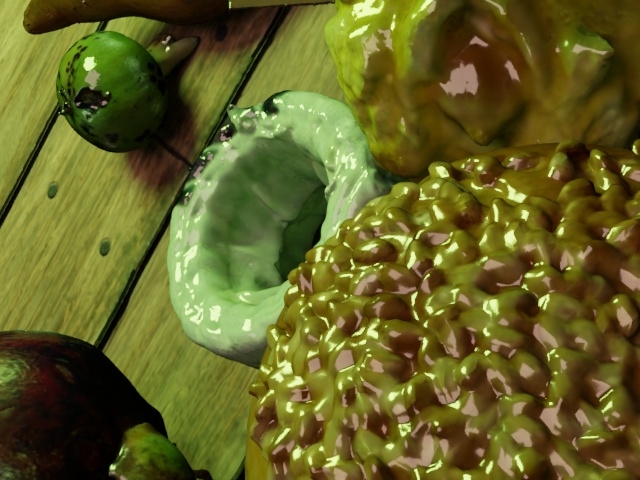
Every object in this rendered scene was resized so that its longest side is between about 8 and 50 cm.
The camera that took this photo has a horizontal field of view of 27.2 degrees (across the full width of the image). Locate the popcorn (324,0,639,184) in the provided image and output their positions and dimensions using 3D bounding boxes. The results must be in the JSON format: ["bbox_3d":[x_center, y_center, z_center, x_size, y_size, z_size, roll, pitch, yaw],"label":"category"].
[{"bbox_3d":[0.127,-0.151,0.912,0.225,0.249,0.249,100,157,-59],"label":"popcorn"}]

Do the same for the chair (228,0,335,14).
[{"bbox_3d":[0.084,-0.301,1.086,0.326,0.183,0.176,0,72,-3],"label":"chair"}]

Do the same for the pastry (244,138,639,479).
[{"bbox_3d":[0.146,0.119,0.740,0.409,0.245,0.410,-5,58,8],"label":"pastry"}]

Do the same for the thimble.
[{"bbox_3d":[0.000,0.000,1.042,0.237,0.150,0.237,-21,60,40],"label":"thimble"}]

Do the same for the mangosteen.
[{"bbox_3d":[-0.218,0.216,1.108,0.359,0.306,0.306,-16,63,4],"label":"mangosteen"}]

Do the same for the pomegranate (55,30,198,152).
[{"bbox_3d":[-0.190,-0.157,1.309,0.161,0.122,0.122,-39,43,-21],"label":"pomegranate"}]

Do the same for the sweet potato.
[{"bbox_3d":[-0.134,-0.261,1.277,0.359,0.112,0.112,-5,75,33],"label":"sweet potato"}]
